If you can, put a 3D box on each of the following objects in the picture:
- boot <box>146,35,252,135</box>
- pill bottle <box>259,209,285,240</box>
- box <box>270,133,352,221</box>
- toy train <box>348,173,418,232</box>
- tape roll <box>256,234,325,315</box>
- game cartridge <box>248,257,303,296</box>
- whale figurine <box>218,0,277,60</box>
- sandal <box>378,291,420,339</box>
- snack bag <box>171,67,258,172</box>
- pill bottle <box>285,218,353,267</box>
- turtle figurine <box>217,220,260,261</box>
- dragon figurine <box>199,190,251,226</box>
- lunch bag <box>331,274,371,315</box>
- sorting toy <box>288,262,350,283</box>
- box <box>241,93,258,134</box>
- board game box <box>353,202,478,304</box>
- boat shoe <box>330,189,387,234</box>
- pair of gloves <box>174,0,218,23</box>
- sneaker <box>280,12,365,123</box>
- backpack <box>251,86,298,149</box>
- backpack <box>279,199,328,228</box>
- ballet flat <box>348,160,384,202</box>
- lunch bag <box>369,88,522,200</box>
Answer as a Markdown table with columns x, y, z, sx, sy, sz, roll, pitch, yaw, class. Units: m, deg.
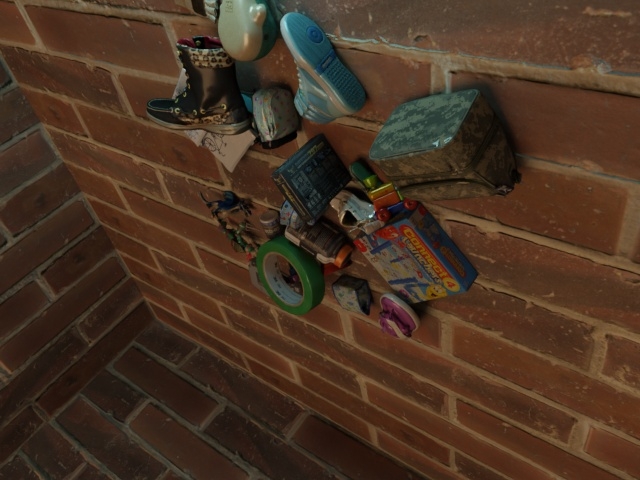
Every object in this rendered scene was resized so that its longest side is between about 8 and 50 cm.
| x | y | z | sx | sy | sz | roll | pitch | yaw | class |
| --- | --- | --- | --- | --- | --- | --- | --- | --- | --- |
| -0.403 | -0.491 | 1.786 | 0.378 | 0.138 | 0.284 | 14 | 131 | 21 | boot |
| -0.190 | -0.049 | 2.297 | 0.078 | 0.078 | 0.137 | 16 | 140 | 37 | pill bottle |
| -0.024 | -0.199 | 1.779 | 0.059 | 0.232 | 0.183 | -13 | 119 | 50 | box |
| 0.165 | -0.131 | 1.687 | 0.248 | 0.105 | 0.143 | -23 | 102 | 15 | toy train |
| -0.122 | 0.138 | 2.239 | 0.321 | 0.077 | 0.321 | 28 | 132 | 36 | tape roll |
| -0.206 | 0.211 | 2.655 | 0.297 | 0.062 | 0.198 | 27 | 150 | 24 | game cartridge |
| -0.193 | -0.638 | 1.567 | 0.216 | 0.141 | 0.271 | 25 | 122 | 46 | whale figurine |
| 0.276 | 0.313 | 2.104 | 0.169 | 0.102 | 0.416 | 32 | 163 | 18 | sandal |
| -0.392 | -0.411 | 2.012 | 0.342 | 0.037 | 0.323 | 46 | 149 | -6 | snack bag |
| 0.000 | 0.000 | 2.091 | 0.246 | 0.130 | 0.130 | 34 | 148 | 14 | pill bottle |
| -0.347 | -0.003 | 2.505 | 0.234 | 0.118 | 0.175 | 26 | 146 | 35 | turtle figurine |
| -0.401 | -0.151 | 2.403 | 0.289 | 0.144 | 0.085 | 38 | 156 | 48 | dragon figurine |
| 0.129 | 0.225 | 2.251 | 0.129 | 0.096 | 0.151 | 12 | 127 | 40 | lunch bag |
| -0.031 | 0.087 | 2.284 | 0.366 | 0.127 | 0.126 | -19 | 90 | 54 | sorting toy |
| -0.301 | -0.457 | 1.945 | 0.244 | 0.060 | 0.100 | 30 | 147 | 21 | box |
| 0.303 | 0.055 | 1.857 | 0.308 | 0.086 | 0.302 | 49 | 149 | -9 | board game box |
| 0.097 | -0.091 | 1.857 | 0.277 | 0.096 | 0.098 | 30 | 156 | 54 | boat shoe |
| -0.386 | -0.777 | 1.673 | 0.204 | 0.042 | 0.240 | 30 | 146 | 21 | pair of gloves |
| -0.039 | -0.458 | 1.588 | 0.319 | 0.127 | 0.208 | 52 | 146 | -13 | sneaker |
| -0.142 | -0.393 | 1.785 | 0.115 | 0.152 | 0.182 | 8 | 122 | 36 | backpack |
| -0.062 | -0.114 | 1.982 | 0.117 | 0.173 | 0.158 | 34 | 147 | 14 | backpack |
| 0.157 | -0.174 | 1.785 | 0.188 | 0.070 | 0.070 | 52 | 148 | -11 | ballet flat |
| 0.318 | -0.209 | 1.424 | 0.305 | 0.212 | 0.256 | -2 | 144 | 50 | lunch bag |
